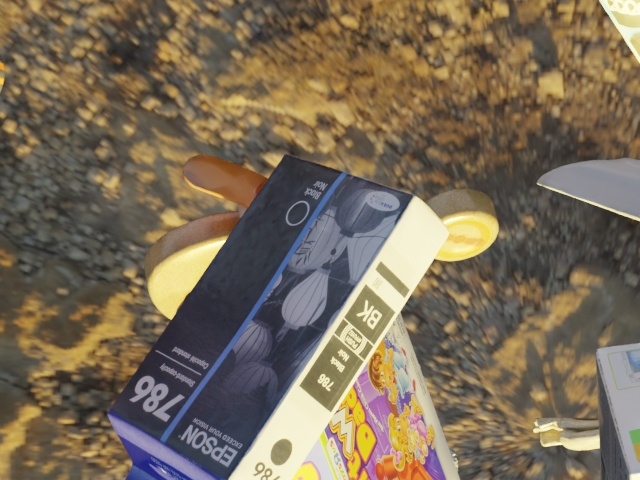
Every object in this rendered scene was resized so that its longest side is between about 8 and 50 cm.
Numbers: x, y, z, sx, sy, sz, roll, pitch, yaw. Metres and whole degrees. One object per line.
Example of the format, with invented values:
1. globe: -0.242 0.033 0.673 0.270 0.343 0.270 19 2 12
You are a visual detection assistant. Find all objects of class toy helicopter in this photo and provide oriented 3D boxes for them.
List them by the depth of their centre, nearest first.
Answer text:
1. toy helicopter: 0.000 0.000 1.509 0.355 0.235 0.140 -12 51 -1

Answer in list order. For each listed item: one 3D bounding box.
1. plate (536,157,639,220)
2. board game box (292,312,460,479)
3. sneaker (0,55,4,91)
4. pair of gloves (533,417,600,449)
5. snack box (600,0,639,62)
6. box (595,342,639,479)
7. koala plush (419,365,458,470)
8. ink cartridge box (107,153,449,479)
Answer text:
1. plate: 0.350 -0.010 1.152 0.277 0.278 0.045 26 103 55
2. board game box: 0.038 0.214 1.399 0.078 0.233 0.347 -12 107 26
3. sneaker: -0.366 -0.154 1.277 0.180 0.321 0.124 -16 85 40
4. pair of gloves: 0.355 0.230 1.794 0.204 0.240 0.042 0 83 10
5. snack box: 0.368 -0.250 1.677 0.060 0.322 0.187 -26 42 21
6. box: 0.269 0.122 0.876 0.203 0.114 0.103 -7 37 3
7. koala plush: 0.046 0.227 1.856 0.196 0.221 0.203 -24 68 -5
8. ink cartridge box: -0.052 0.093 1.199 0.165 0.065 0.332 20 74 46
